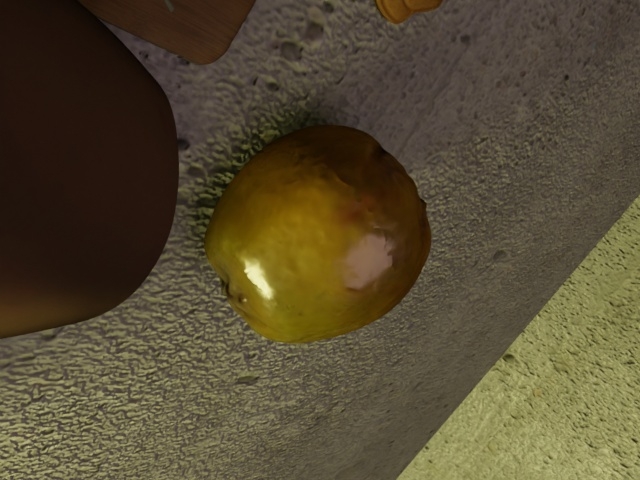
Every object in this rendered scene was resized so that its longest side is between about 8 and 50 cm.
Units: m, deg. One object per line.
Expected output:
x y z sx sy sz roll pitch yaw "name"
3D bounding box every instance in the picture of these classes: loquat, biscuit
0.000 0.000 0.779 0.283 0.276 0.276 -35 144 -10 "loquat"
0.130 -0.336 0.764 0.140 0.023 0.118 -51 145 8 "biscuit"

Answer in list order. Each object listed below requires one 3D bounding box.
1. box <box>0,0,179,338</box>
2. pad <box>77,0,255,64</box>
-0.255 -0.058 0.418 0.301 0.301 0.216 -54 148 13 "box"
-0.112 -0.307 0.505 0.284 0.018 0.286 -55 155 15 "pad"
